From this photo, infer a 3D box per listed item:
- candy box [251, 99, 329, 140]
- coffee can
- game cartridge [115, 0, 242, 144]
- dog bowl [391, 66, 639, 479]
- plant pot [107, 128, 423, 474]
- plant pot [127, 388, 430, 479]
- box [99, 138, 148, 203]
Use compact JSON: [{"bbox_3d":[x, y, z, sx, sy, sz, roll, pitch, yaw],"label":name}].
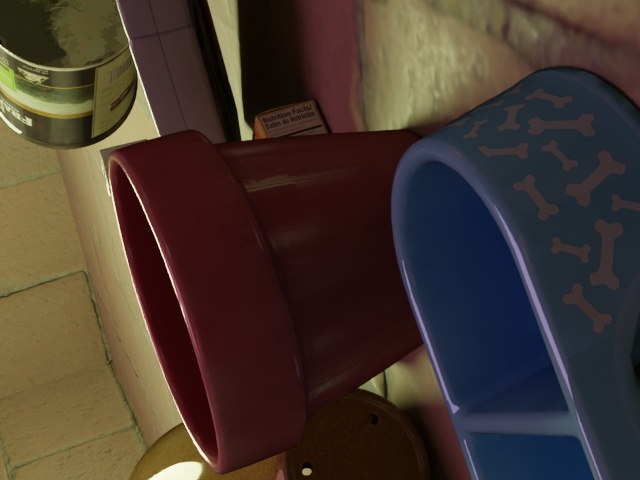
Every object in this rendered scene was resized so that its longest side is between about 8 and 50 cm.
[{"bbox_3d":[0.000,0.000,0.795,0.109,0.053,0.186,108,142,-65],"label":"candy box"},{"bbox_3d":[-0.323,-0.254,1.294,0.275,0.202,0.201,132,119,-70],"label":"coffee can"},{"bbox_3d":[-0.110,-0.143,0.842,0.196,0.060,0.294,-97,-5,-45],"label":"game cartridge"},{"bbox_3d":[0.115,0.072,0.469,0.166,0.074,0.297,147,103,-72],"label":"dog bowl"},{"bbox_3d":[-0.014,0.017,0.633,0.201,0.180,0.201,161,90,-73],"label":"plant pot"},{"bbox_3d":[-0.023,0.214,0.843,0.237,0.237,0.254,66,148,18],"label":"plant pot"},{"bbox_3d":[-0.255,-0.072,1.421,0.324,0.067,0.063,136,121,-81],"label":"box"}]
